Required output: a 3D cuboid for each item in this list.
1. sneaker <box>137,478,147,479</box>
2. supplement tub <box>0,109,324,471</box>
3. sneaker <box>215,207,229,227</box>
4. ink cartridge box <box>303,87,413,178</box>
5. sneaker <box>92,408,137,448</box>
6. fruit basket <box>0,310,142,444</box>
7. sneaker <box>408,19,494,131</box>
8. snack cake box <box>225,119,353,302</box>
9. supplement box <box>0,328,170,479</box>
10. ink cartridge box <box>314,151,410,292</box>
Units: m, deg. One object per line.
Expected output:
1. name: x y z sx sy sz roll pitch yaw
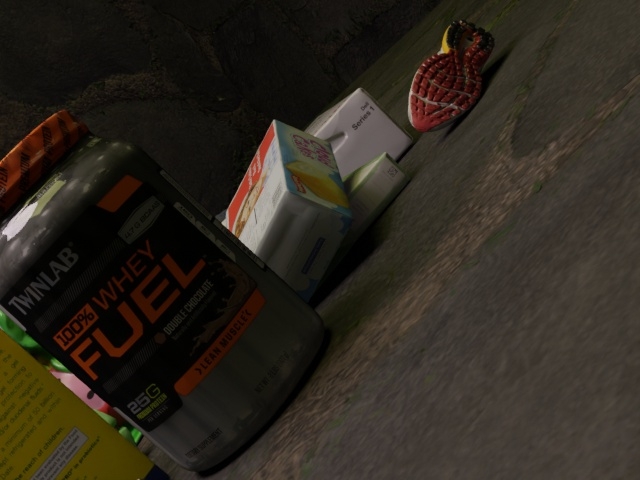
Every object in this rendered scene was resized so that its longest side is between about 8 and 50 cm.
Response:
1. sneaker: -0.143 0.250 0.878 0.071 0.068 0.170 -67 7 -23
2. supplement tub: -0.179 0.046 1.003 0.207 0.338 0.207 -46 8 9
3. sneaker: -0.073 -0.049 1.800 0.112 0.120 0.299 15 56 47
4. ink cartridge box: 0.004 -0.107 1.589 0.201 0.117 0.278 -48 8 -10
5. sneaker: -0.445 0.375 1.325 0.483 0.185 0.202 -38 -2 2
6. fruit basket: -0.382 0.137 1.501 0.392 0.392 0.283 -43 9 26
7. sneaker: 0.176 -0.208 1.398 0.225 0.088 0.092 -55 -9 -45
8. snack cake box: -0.046 -0.031 1.264 0.152 0.089 0.264 -63 16 20
9. supplement box: -0.375 0.226 1.076 0.195 0.356 0.194 -52 9 -36
10. ink cartridge box: 0.000 0.000 1.329 0.235 0.056 0.171 -48 9 -21
